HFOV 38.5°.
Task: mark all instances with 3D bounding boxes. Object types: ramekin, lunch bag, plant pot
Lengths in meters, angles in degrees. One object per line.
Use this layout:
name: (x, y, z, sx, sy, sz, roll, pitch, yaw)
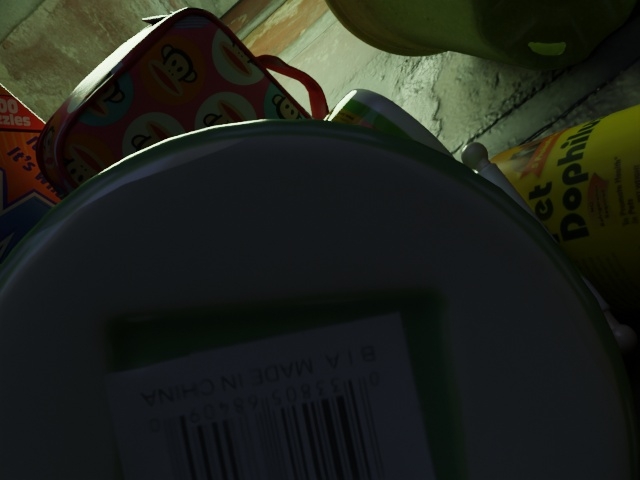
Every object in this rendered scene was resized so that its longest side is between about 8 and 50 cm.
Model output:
ramekin: (-0.013, 0.091, 0.407, 0.303, 0.303, 0.148, -48, -2, -3)
lunch bag: (-0.097, -0.075, 0.897, 0.258, 0.293, 0.120, -50, 24, -18)
plant pot: (0.162, -0.281, 0.871, 0.276, 0.276, 0.254, -46, 33, 2)

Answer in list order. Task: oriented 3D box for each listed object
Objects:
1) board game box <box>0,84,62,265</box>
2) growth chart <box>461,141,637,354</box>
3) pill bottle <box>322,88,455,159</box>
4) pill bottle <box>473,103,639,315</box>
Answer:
board game box: (-0.379, 0.121, 0.981, 0.357, 0.356, 0.356, -20, 34, 47)
growth chart: (0.062, 0.052, 0.571, 0.237, 0.021, 0.172, -48, 60, 40)
pill bottle: (0.000, 0.000, 0.802, 0.245, 0.136, 0.136, -49, 22, -5)
pill bottle: (0.166, -0.012, 0.553, 0.215, 0.117, 0.117, -18, 36, 50)
